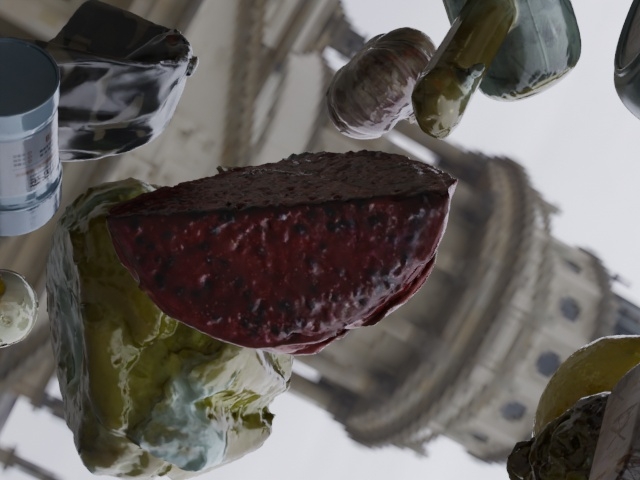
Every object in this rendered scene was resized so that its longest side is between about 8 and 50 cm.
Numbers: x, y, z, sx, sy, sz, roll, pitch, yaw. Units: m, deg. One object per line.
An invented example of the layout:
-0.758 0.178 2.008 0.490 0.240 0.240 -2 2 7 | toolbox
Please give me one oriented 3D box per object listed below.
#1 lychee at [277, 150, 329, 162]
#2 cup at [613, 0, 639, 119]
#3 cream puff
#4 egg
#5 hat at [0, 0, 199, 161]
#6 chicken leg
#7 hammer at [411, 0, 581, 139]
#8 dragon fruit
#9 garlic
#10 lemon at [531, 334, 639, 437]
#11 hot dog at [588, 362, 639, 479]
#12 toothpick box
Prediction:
0.000 0.000 1.675 0.165 0.197 0.165 -22 -155 11 | lychee
0.430 -0.144 1.571 0.259 0.274 0.357 141 -27 -82 | cup
-0.170 0.108 1.896 0.378 0.275 0.378 173 -90 -72 | cream puff
-0.301 0.061 1.512 0.071 0.071 0.083 -56 -156 15 | egg
-0.327 -0.117 1.784 0.382 0.257 0.366 -56 176 23 | hat
0.413 0.209 1.659 0.201 0.429 0.153 106 -32 -55 | chicken leg
0.131 -0.176 1.350 0.113 0.202 0.305 -13 -156 28 | hammer
-0.019 0.009 1.491 0.205 0.316 0.152 -65 149 -70 | dragon fruit
0.074 -0.174 1.815 0.147 0.102 0.159 -37 -171 8 | garlic
0.403 0.262 2.171 0.233 0.233 0.288 13 -95 69 | lemon
0.291 0.183 1.468 0.108 0.059 0.191 -45 -167 39 | hot dog
-0.279 -0.089 1.411 0.153 0.101 0.101 99 1 -49 | toothpick box
